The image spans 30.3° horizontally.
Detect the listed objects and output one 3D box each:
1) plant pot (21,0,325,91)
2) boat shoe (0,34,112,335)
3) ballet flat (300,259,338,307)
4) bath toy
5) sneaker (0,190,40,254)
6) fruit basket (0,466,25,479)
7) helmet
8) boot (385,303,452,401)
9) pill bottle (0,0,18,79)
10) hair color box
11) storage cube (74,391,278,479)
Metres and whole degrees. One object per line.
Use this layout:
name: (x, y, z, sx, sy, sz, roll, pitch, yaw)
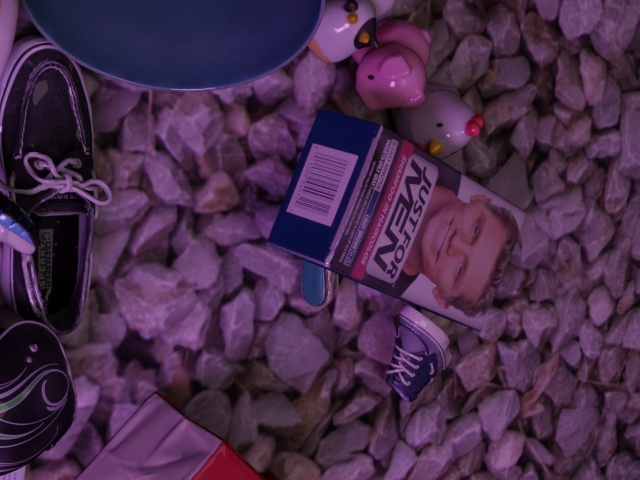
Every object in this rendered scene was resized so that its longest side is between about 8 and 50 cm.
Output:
plant pot: (-0.140, -0.313, 1.166, 0.290, 0.290, 0.196, 25, 52, -36)
boat shoe: (-0.278, -0.053, 1.215, 0.113, 0.105, 0.307, 1, 102, -35)
ballet flat: (0.000, 0.000, 1.465, 0.052, 0.057, 0.168, -26, 123, -58)
bath toy: (0.083, -0.221, 1.407, 0.151, 0.129, 0.348, -49, 125, -14)
sneaker: (-0.360, -0.030, 1.124, 0.190, 0.071, 0.083, 33, 94, -17)
fruit basket: (-0.470, 0.385, 1.199, 0.353, 0.165, 0.327, -7, 108, -49)
helmet: (-0.346, 0.156, 1.193, 0.161, 0.169, 0.170, -21, 114, -34)
boot: (0.121, 0.153, 1.533, 0.086, 0.069, 0.190, -51, 153, -10)
pill bottle: (-0.423, -0.214, 1.038, 0.278, 0.162, 0.162, 13, 95, -37)
hair color box: (0.105, -0.017, 1.445, 0.347, 0.105, 0.174, 23, 88, -50)
storage cube: (-0.155, 0.321, 1.354, 0.215, 0.183, 0.193, -49, 123, -13)
